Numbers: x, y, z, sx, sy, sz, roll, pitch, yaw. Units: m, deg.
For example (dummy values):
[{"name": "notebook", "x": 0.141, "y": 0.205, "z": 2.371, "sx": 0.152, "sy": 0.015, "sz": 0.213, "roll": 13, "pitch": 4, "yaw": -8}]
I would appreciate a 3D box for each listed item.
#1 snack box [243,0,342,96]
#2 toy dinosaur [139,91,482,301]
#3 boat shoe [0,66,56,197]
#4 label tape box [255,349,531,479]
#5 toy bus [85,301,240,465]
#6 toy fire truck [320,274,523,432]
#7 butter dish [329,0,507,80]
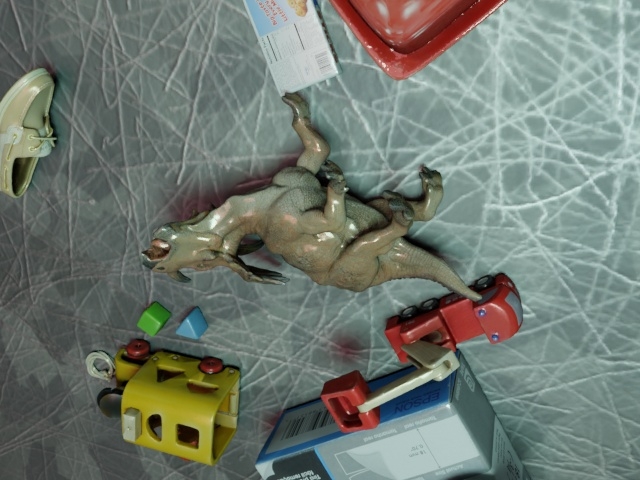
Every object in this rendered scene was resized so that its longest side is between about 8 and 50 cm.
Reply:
[{"name": "snack box", "x": -0.040, "y": -0.231, "z": 0.565, "sx": 0.064, "sy": 0.022, "sz": 0.178, "roll": -16, "pitch": 105, "yaw": 22}, {"name": "toy dinosaur", "x": 0.000, "y": 0.000, "z": 0.593, "sx": 0.295, "sy": 0.127, "sz": 0.200, "roll": 25, "pitch": 123, "yaw": -8}, {"name": "boat shoe", "x": -0.325, "y": -0.114, "z": 0.672, "sx": 0.059, "sy": 0.063, "sz": 0.170, "roll": 40, "pitch": 125, "yaw": -5}, {"name": "label tape box", "x": 0.120, "y": 0.320, "z": 0.683, "sx": 0.240, "sy": 0.106, "sz": 0.334, "roll": -26, "pitch": 101, "yaw": 23}, {"name": "toy bus", "x": -0.196, "y": 0.195, "z": 0.726, "sx": 0.202, "sy": 0.104, "sz": 0.191, "roll": -36, "pitch": 97, "yaw": 24}, {"name": "toy fire truck", "x": 0.104, "y": 0.107, "z": 0.589, "sx": 0.192, "sy": 0.135, "sz": 0.047, "roll": -26, "pitch": 102, "yaw": 23}, {"name": "butter dish", "x": 0.070, "y": -0.229, "z": 0.481, "sx": 0.160, "sy": 0.118, "sz": 0.160, "roll": -36, "pitch": 98, "yaw": 24}]
